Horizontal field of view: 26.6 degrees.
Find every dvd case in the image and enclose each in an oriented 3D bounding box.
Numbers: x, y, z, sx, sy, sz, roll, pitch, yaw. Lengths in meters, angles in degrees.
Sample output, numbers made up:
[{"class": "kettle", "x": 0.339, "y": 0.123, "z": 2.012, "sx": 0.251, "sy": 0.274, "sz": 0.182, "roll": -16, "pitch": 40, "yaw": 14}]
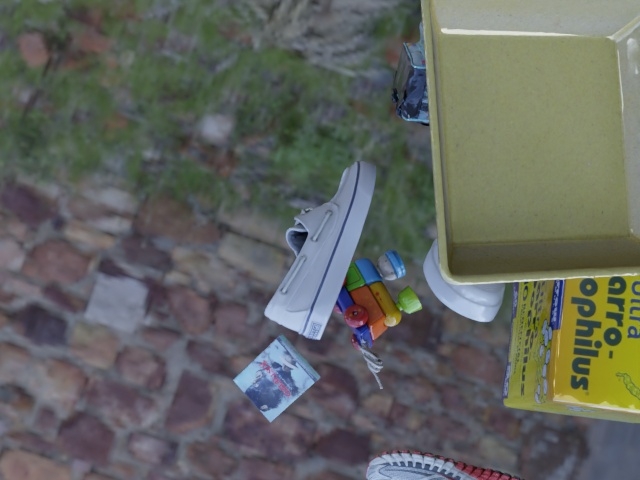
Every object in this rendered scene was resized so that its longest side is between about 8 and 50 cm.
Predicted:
[{"class": "dvd case", "x": -0.066, "y": 0.204, "z": 2.001, "sx": 0.087, "sy": 0.119, "sz": 0.013, "roll": 49, "pitch": -149, "yaw": 4}]

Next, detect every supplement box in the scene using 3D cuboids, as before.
[{"class": "supplement box", "x": 0.369, "y": 0.133, "z": 1.779, "sx": 0.195, "sy": 0.194, "sz": 0.356, "roll": 7, "pitch": 171, "yaw": -2}]

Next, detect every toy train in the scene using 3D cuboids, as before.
[{"class": "toy train", "x": 0.114, "y": 0.132, "z": 2.345, "sx": 0.248, "sy": 0.143, "sz": 0.105, "roll": 60, "pitch": 173, "yaw": 34}]

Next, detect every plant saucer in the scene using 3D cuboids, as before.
[{"class": "plant saucer", "x": 0.256, "y": -0.119, "z": 1.548, "sx": 0.333, "sy": 0.333, "sz": 0.081, "roll": -2, "pitch": 176, "yaw": -23}]

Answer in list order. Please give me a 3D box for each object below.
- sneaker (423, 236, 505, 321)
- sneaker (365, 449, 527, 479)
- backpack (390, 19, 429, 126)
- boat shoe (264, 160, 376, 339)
[{"class": "sneaker", "x": 0.217, "y": -0.029, "z": 1.761, "sx": 0.108, "sy": 0.169, "sz": 0.292, "roll": 23, "pitch": -152, "yaw": -7}, {"class": "sneaker", "x": 0.154, "y": 0.307, "z": 1.613, "sx": 0.225, "sy": 0.093, "sz": 0.088, "roll": 12, "pitch": 169, "yaw": 27}, {"class": "backpack", "x": 0.203, "y": -0.219, "z": 1.818, "sx": 0.188, "sy": 0.144, "sz": 0.166, "roll": 13, "pitch": -163, "yaw": -7}, {"class": "boat shoe", "x": 0.000, "y": 0.000, "z": 1.704, "sx": 0.088, "sy": 0.267, "sz": 0.096, "roll": 20, "pitch": 151, "yaw": -1}]
